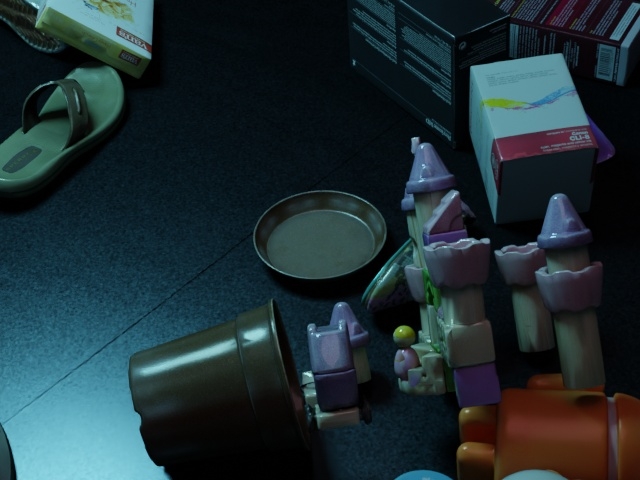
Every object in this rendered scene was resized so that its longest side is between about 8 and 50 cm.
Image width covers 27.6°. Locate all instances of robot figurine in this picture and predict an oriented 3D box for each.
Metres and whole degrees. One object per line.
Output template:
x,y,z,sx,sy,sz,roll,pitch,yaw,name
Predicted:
0.248,0.215,1.311,0.219,0.128,0.158,1,15,8,robot figurine

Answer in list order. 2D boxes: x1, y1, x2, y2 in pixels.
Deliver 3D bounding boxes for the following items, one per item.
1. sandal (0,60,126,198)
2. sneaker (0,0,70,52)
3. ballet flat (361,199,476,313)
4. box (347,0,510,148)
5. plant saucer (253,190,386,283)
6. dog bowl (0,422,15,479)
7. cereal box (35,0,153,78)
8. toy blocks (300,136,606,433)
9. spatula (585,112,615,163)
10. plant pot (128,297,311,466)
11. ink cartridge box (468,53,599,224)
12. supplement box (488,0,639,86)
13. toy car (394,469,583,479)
-0.370,-0.170,1.830,0.120,0.086,0.303,12,41,18,sandal
-0.460,-0.398,2.083,0.121,0.108,0.302,-35,49,-25,sneaker
0.132,0.020,1.591,0.079,0.077,0.221,31,49,8,ballet flat
0.147,-0.278,1.832,0.103,0.184,0.261,-24,45,-23,box
0.000,0.000,1.649,0.168,0.029,0.168,-3,41,3,plant saucer
-0.534,0.236,1.345,0.408,0.150,0.408,-2,42,2,dog bowl
-0.340,-0.357,1.993,0.173,0.047,0.240,25,30,-23,cereal box
0.114,0.025,1.361,0.309,0.260,0.288,-9,5,-2,toy blocks
0.299,-0.195,1.838,0.084,0.030,0.296,-24,45,-13,spatula
-0.109,0.162,1.391,0.165,0.167,0.167,-14,42,2,plant pot
0.269,-0.133,1.679,0.127,0.128,0.176,-9,51,-2,ink cartridge box
0.359,-0.315,1.936,0.239,0.073,0.130,18,46,23,supplement box
0.188,0.290,1.162,0.238,0.219,0.210,-28,47,-26,toy car
